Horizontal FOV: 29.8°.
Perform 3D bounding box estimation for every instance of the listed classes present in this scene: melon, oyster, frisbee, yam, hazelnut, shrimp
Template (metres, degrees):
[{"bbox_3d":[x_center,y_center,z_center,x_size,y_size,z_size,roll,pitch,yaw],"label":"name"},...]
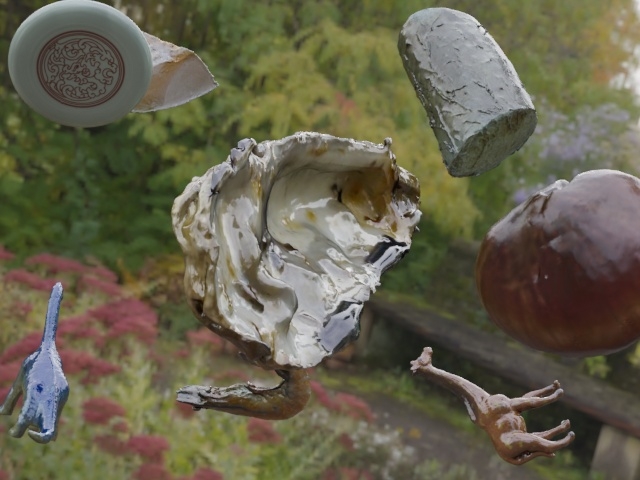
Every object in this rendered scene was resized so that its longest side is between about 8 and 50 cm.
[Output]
[{"bbox_3d":[-0.259,-0.248,1.747,0.202,0.139,0.093,26,-24,10],"label":"melon"},{"bbox_3d":[-0.001,-0.002,0.738,0.078,0.129,0.345,-26,0,23],"label":"oyster"},{"bbox_3d":[-0.185,-0.134,0.925,0.110,0.110,0.014,13,33,-16],"label":"frisbee"},{"bbox_3d":[0.147,-0.152,1.207,0.107,0.107,0.183,10,44,-37],"label":"yam"},{"bbox_3d":[0.248,0.026,1.170,0.204,0.178,0.178,-15,-14,37],"label":"hazelnut"},{"bbox_3d":[-0.125,0.219,1.872,0.219,0.152,0.046,-1,34,10],"label":"shrimp"}]

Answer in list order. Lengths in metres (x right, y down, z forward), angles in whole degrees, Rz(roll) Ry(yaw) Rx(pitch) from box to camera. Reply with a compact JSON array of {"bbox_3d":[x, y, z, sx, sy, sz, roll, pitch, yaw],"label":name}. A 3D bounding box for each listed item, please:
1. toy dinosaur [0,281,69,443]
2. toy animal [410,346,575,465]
[{"bbox_3d":[-0.348,0.161,1.537,0.075,0.188,0.247,18,1,-18],"label":"toy dinosaur"},{"bbox_3d":[0.272,0.255,1.916,0.229,0.224,0.066,-12,-28,2],"label":"toy animal"}]
